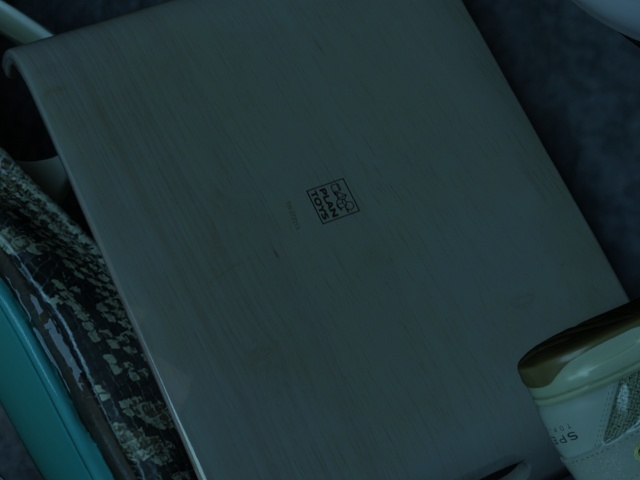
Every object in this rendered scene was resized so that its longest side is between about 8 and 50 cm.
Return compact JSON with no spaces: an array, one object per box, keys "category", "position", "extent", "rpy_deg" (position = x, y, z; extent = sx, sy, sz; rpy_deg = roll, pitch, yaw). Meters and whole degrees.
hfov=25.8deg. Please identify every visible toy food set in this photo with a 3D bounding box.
[{"category":"toy food set","position":[0.000,0.000,0.684],"extent":[0.220,0.092,0.306],"rpy_deg":[-20,71,-18]}]

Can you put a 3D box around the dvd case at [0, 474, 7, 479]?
[{"category":"dvd case","position":[-0.122,0.231,0.754],"extent":[0.221,0.018,0.164],"rpy_deg":[35,138,28]}]

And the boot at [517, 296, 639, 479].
[{"category":"boot","position":[0.211,0.086,0.602],"extent":[0.213,0.077,0.165],"rpy_deg":[-22,91,0]}]

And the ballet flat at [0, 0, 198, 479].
[{"category":"ballet flat","position":[-0.167,-0.018,0.760],"extent":[0.182,0.164,0.483],"rpy_deg":[-40,87,-25]}]

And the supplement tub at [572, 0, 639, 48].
[{"category":"supplement tub","position":[0.181,-0.150,0.535],"extent":[0.191,0.272,0.191],"rpy_deg":[-3,83,28]}]
